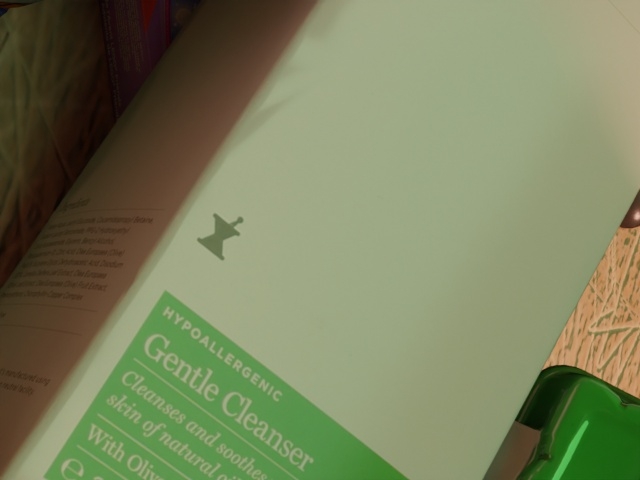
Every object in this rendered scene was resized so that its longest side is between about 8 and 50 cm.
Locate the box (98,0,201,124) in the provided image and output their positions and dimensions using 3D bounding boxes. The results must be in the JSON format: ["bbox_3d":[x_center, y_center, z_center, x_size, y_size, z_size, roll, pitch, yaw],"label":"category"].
[{"bbox_3d":[-0.008,-0.061,0.822,0.201,0.057,0.293,-8,91,-30],"label":"box"}]

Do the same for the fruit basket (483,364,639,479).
[{"bbox_3d":[0.118,0.206,0.796,0.327,0.165,0.353,-60,172,-13],"label":"fruit basket"}]

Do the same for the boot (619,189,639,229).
[{"bbox_3d":[0.169,-0.083,1.113,0.137,0.077,0.198,-30,95,-46],"label":"boot"}]

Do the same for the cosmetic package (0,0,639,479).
[{"bbox_3d":[0.000,0.000,0.701,0.197,0.155,0.365,39,72,-24],"label":"cosmetic package"}]

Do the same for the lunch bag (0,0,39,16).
[{"bbox_3d":[-0.123,-0.233,0.517,0.385,0.328,0.239,22,66,-57],"label":"lunch bag"}]
